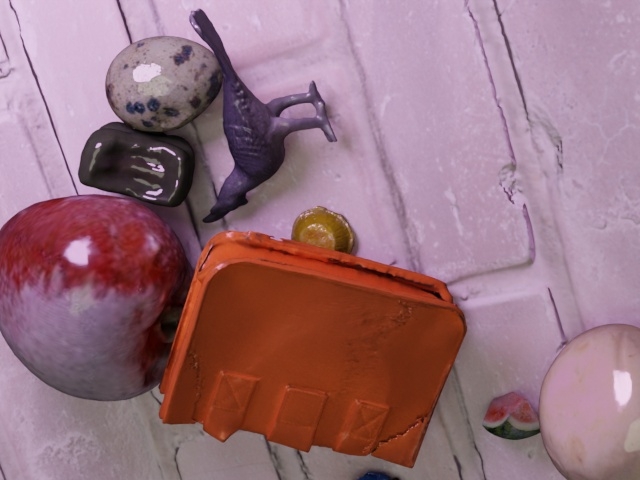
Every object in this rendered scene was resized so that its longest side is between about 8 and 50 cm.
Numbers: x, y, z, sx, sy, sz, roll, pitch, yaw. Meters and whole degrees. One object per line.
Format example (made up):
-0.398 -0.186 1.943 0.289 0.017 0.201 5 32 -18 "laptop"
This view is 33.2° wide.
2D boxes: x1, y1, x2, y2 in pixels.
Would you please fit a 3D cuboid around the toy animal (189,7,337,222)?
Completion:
-0.081 -0.174 1.579 0.205 0.081 0.367 -7 131 -9 "toy animal"

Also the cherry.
-0.347 0.087 1.639 0.335 0.291 0.326 -3 121 36 "cherry"

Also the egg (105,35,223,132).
-0.230 -0.233 1.597 0.181 0.141 0.141 -13 100 10 "egg"

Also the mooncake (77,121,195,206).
-0.276 -0.114 1.623 0.168 0.175 0.104 39 119 46 "mooncake"

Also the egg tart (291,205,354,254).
0.000 0.000 1.656 0.105 0.039 0.105 4 105 13 "egg tart"

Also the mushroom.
0.435 0.242 1.542 0.246 0.202 0.246 -9 79 51 "mushroom"

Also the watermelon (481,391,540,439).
0.301 0.272 1.646 0.092 0.084 0.072 20 86 -31 "watermelon"

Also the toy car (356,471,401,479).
0.127 0.469 1.727 0.103 0.063 0.216 -41 92 19 "toy car"

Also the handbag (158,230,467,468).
-0.009 0.166 1.588 0.410 0.116 0.304 14 110 -16 "handbag"
